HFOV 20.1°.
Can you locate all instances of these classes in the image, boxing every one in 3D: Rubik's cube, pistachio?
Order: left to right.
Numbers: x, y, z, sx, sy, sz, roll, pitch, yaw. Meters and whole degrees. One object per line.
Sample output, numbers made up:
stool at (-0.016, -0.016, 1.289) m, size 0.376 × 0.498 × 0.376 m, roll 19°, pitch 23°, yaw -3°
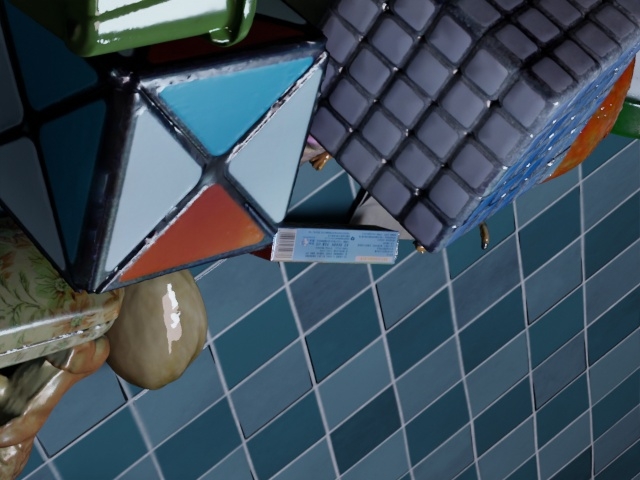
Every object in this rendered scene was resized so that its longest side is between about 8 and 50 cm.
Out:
Rubik's cube at (-0.173, -0.130, 1.709) m, size 0.250 × 0.248 × 0.246 m, roll -16°, pitch 135°, yaw -38°
pistachio at (-0.190, 0.087, 2.057) m, size 0.126 × 0.108 × 0.186 m, roll 9°, pitch 121°, yaw -4°
Rubik's cube at (0.142, -0.173, 1.734) m, size 0.237 × 0.238 × 0.237 m, roll -35°, pitch 165°, yaw -48°

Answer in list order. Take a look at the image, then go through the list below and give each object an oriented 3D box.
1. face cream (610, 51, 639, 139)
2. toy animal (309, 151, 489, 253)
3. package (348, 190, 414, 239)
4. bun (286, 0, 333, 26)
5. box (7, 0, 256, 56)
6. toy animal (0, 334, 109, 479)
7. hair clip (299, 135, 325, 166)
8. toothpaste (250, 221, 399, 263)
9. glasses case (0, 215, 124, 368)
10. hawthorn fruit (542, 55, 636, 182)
face cream at (0.413, -0.324, 2.190) m, size 0.312 × 0.219 × 0.357 m, roll -2°, pitch 128°, yaw -24°
toy animal at (0.110, -0.088, 2.136) m, size 0.116 × 0.255 × 0.114 m, roll -50°, pitch -177°, yaw 37°
package at (0.148, -0.092, 2.304) m, size 0.204 × 0.062 × 0.251 m, roll 0°, pitch 137°, yaw -50°
bun at (0.003, -0.290, 1.827) m, size 0.259 × 0.160 × 0.259 m, roll -43°, pitch 169°, yaw -11°
box at (-0.177, -0.319, 1.465) m, size 0.177 × 0.252 × 0.329 m, roll -25°, pitch 132°, yaw -34°
toy animal at (-0.321, 0.164, 2.006) m, size 0.312 × 0.097 × 0.157 m, roll -49°, pitch 160°, yaw -2°
hair clip at (0.005, -0.113, 1.956) m, size 0.173 × 0.300 × 0.069 m, roll -7°, pitch 86°, yaw -35°
toothpaste at (0.000, 0.000, 2.205) m, size 0.193 × 0.070 × 0.044 m, roll 2°, pitch 100°, yaw -38°
glasses case at (-0.382, 0.066, 1.753) m, size 0.425 × 0.156 × 0.098 m, roll -15°, pitch 143°, yaw -41°
hawthorn fruit at (0.206, -0.212, 2.025) m, size 0.316 × 0.316 × 0.316 m, roll -30°, pitch 144°, yaw -25°
